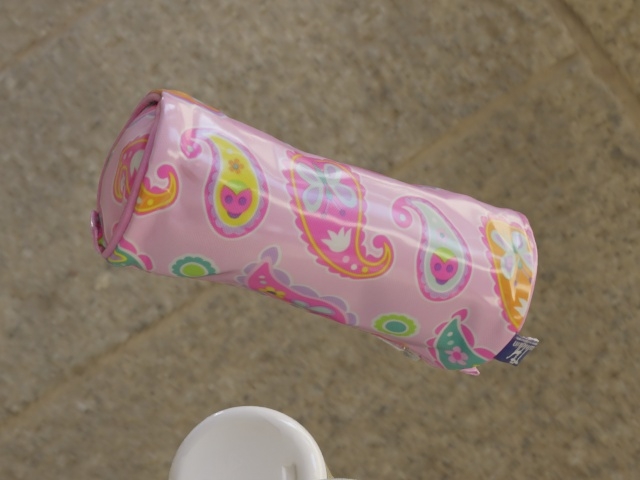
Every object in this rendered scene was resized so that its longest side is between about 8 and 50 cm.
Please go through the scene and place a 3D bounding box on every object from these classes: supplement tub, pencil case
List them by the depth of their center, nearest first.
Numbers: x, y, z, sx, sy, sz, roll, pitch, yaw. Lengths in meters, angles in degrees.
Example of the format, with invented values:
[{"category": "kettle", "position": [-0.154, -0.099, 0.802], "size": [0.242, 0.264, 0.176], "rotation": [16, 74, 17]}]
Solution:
[{"category": "pencil case", "position": [0.000, 0.000, 0.878], "size": [0.124, 0.284, 0.124], "rotation": [-51, 29, 42]}, {"category": "supplement tub", "position": [-0.054, 0.250, 1.299], "size": [0.144, 0.200, 0.144], "rotation": [-4, 65, 8]}]

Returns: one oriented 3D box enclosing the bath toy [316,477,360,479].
[{"category": "bath toy", "position": [0.124, 0.174, 0.370], "size": [0.348, 0.151, 0.129], "rotation": [17, 94, 12]}]
